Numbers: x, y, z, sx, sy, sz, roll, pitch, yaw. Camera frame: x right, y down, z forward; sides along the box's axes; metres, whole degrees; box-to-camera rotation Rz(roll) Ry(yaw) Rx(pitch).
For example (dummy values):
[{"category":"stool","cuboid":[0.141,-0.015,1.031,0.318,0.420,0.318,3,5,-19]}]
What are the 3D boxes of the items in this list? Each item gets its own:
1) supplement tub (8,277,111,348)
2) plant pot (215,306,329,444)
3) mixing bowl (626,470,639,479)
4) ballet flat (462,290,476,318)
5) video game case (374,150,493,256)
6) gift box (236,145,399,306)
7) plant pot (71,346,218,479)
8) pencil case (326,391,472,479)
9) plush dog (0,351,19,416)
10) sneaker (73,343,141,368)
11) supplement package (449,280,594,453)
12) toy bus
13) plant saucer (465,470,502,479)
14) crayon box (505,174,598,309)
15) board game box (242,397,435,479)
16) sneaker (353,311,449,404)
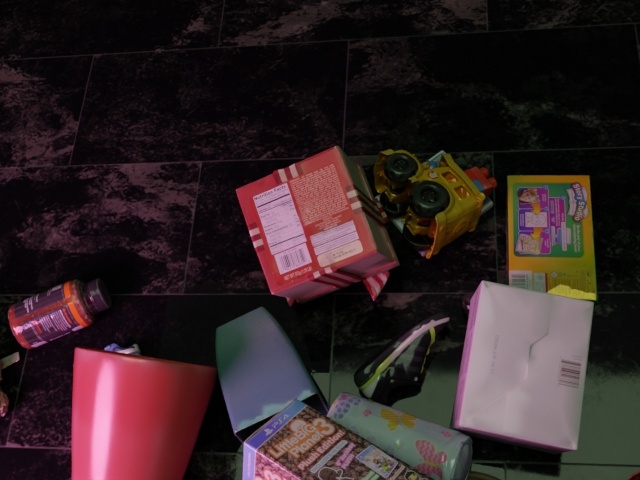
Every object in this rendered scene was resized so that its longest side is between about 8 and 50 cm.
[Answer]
[{"category":"supplement tub","cuboid":[-0.549,0.149,1.679,0.197,0.106,0.106,-22,63,-1]},{"category":"plant pot","cuboid":[-0.104,0.261,1.522,0.165,0.166,0.234,-25,55,-3]},{"category":"mixing bowl","cuboid":[0.575,0.477,1.324,0.181,0.098,0.182,-4,65,8]},{"category":"ballet flat","cuboid":[0.335,0.175,1.551,0.057,0.049,0.173,-23,69,-12]},{"category":"video game case","cuboid":[0.241,-0.083,1.697,0.190,0.022,0.173,-35,64,-8]},{"category":"gift box","cuboid":[0.000,0.000,1.562,0.255,0.258,0.277,-18,79,12]},{"category":"plant pot","cuboid":[-0.339,0.337,1.472,0.274,0.275,0.243,6,80,13]},{"category":"pencil case","cuboid":[0.137,0.369,1.427,0.273,0.124,0.113,17,28,26]},{"category":"plush dog","cuboid":[-0.762,0.238,1.605,0.262,0.225,0.211,9,67,14]},{"category":"sneaker","cuboid":[-0.439,0.248,1.643,0.144,0.053,0.059,-5,64,-2]},{"category":"supplement package","cuboid":[0.360,0.231,1.427,0.203,0.145,0.262,11,73,5]},{"category":"toy bus","cuboid":[0.243,-0.107,1.626,0.211,0.149,0.220,-26,60,-17]},{"category":"plant saucer","cuboid":[0.258,0.542,1.383,0.277,0.041,0.278,-4,63,9]},{"category":"crayon box","cuboid":[0.457,0.005,1.583,0.165,0.081,0.279,1,65,10]},{"category":"board game box","cuboid":[0.021,0.449,1.320,0.291,0.232,0.141,24,36,29]},{"category":"sneaker","cuboid":[0.170,0.234,1.540,0.234,0.084,0.097,-38,88,-8]}]
